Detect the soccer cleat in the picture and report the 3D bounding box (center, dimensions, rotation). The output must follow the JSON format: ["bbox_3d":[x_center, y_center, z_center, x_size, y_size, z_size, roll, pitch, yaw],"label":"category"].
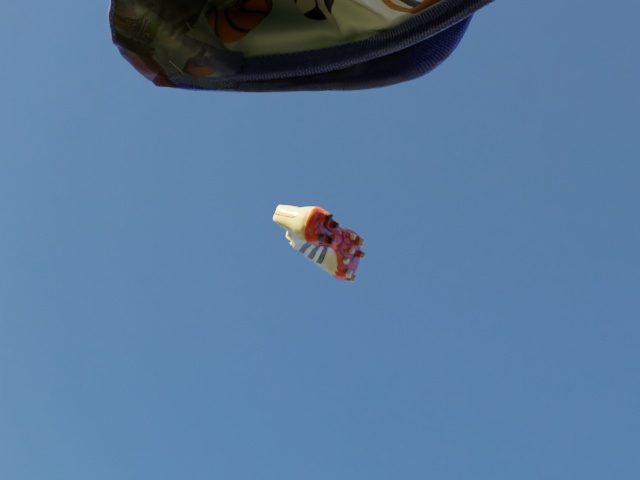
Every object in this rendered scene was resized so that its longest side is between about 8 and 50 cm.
[{"bbox_3d":[0.000,0.000,0.926,0.036,0.029,0.083,16,-13,26],"label":"soccer cleat"}]

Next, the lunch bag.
[{"bbox_3d":[0.051,-0.278,0.949,0.239,0.327,0.385,39,-43,-22],"label":"lunch bag"}]
